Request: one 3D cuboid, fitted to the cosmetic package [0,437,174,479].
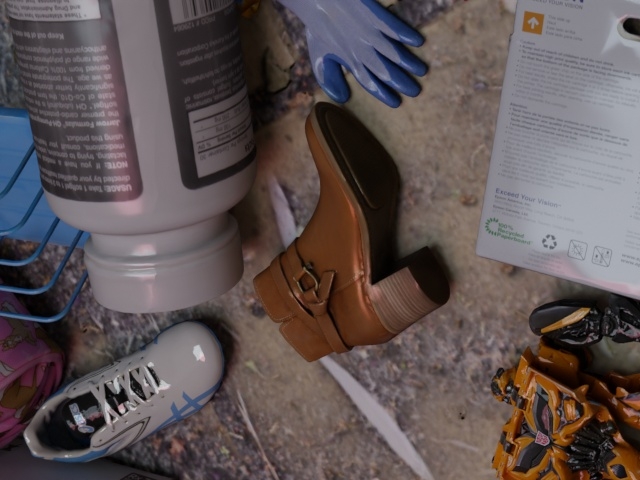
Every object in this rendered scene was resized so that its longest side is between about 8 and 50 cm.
[{"bbox_3d":[-0.258,0.408,1.294,0.217,0.156,0.385,6,108,30],"label":"cosmetic package"}]

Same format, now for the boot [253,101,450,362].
[{"bbox_3d":[0.000,0.000,1.080,0.152,0.073,0.197,-28,87,37],"label":"boot"}]

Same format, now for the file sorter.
[{"bbox_3d":[-0.277,-0.022,1.157,0.118,0.104,0.170,7,141,19],"label":"file sorter"}]

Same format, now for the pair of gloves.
[{"bbox_3d":[0.041,-0.201,1.025,0.159,0.023,0.198,41,119,13],"label":"pair of gloves"}]

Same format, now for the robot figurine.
[{"bbox_3d":[0.253,0.162,0.971,0.291,0.085,0.211,21,118,23],"label":"robot figurine"}]

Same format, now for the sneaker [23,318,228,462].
[{"bbox_3d":[-0.179,0.146,1.215,0.237,0.086,0.085,-32,86,31],"label":"sneaker"}]

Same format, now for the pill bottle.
[{"bbox_3d":[-0.145,-0.111,1.058,0.176,0.176,0.318,5,114,28],"label":"pill bottle"}]

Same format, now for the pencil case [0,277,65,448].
[{"bbox_3d":[-0.425,0.040,1.281,0.386,0.167,0.160,46,142,11],"label":"pencil case"}]

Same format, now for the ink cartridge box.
[{"bbox_3d":[0.233,-0.069,0.940,0.223,0.045,0.224,17,112,25],"label":"ink cartridge box"}]

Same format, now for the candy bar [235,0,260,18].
[{"bbox_3d":[-0.106,-0.242,1.099,0.161,0.018,0.040,40,120,15],"label":"candy bar"}]
